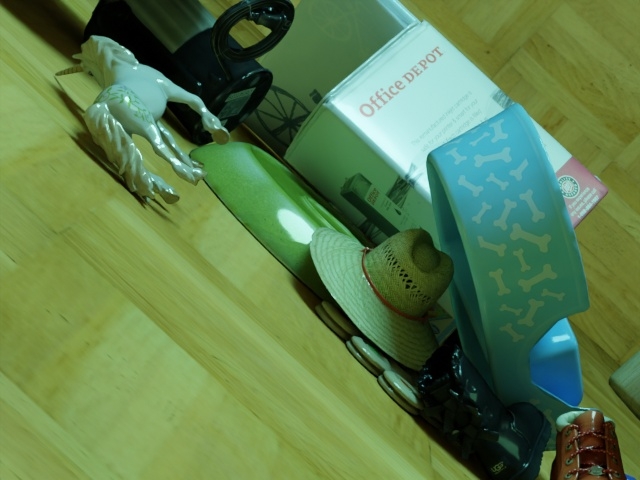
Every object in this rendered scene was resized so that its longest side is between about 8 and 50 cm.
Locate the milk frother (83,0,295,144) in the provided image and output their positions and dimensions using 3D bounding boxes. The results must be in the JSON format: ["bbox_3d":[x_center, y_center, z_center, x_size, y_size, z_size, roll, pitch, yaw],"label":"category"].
[{"bbox_3d":[-0.099,-0.173,1.575,0.135,0.143,0.129,47,14,14],"label":"milk frother"}]

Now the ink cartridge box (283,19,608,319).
[{"bbox_3d":[0.103,-0.056,1.639,0.218,0.092,0.158,45,48,4],"label":"ink cartridge box"}]

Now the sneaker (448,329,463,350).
[{"bbox_3d":[0.129,0.064,1.771,0.118,0.083,0.222,36,-2,-13],"label":"sneaker"}]

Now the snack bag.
[{"bbox_3d":[0.075,-0.096,1.833,0.323,0.037,0.342,44,-28,3],"label":"snack bag"}]

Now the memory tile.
[{"bbox_3d":[0.061,0.096,1.383,0.113,0.012,0.148,48,8,35],"label":"memory tile"}]

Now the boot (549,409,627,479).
[{"bbox_3d":[0.177,0.158,1.318,0.059,0.084,0.158,2,5,-2],"label":"boot"}]

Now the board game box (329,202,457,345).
[{"bbox_3d":[0.081,0.002,1.712,0.154,0.103,0.026,44,7,8],"label":"board game box"}]

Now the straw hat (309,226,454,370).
[{"bbox_3d":[0.061,0.025,1.397,0.144,0.061,0.144,42,18,-17],"label":"straw hat"}]

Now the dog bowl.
[{"bbox_3d":[0.138,0.040,1.432,0.297,0.074,0.166,75,-3,-45],"label":"dog bowl"}]

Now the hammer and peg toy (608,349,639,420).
[{"bbox_3d":[0.299,0.238,1.261,0.361,0.127,0.266,50,6,-2],"label":"hammer and peg toy"}]

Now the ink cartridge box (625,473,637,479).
[{"bbox_3d":[0.294,0.268,1.530,0.207,0.046,0.097,45,5,19],"label":"ink cartridge box"}]

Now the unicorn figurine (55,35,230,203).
[{"bbox_3d":[-0.115,-0.082,1.253,0.111,0.060,0.162,43,6,-8],"label":"unicorn figurine"}]

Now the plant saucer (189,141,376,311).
[{"bbox_3d":[0.000,0.000,1.532,0.241,0.037,0.241,43,7,-6],"label":"plant saucer"}]

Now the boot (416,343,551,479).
[{"bbox_3d":[0.109,0.112,1.347,0.099,0.045,0.121,51,18,-9],"label":"boot"}]
